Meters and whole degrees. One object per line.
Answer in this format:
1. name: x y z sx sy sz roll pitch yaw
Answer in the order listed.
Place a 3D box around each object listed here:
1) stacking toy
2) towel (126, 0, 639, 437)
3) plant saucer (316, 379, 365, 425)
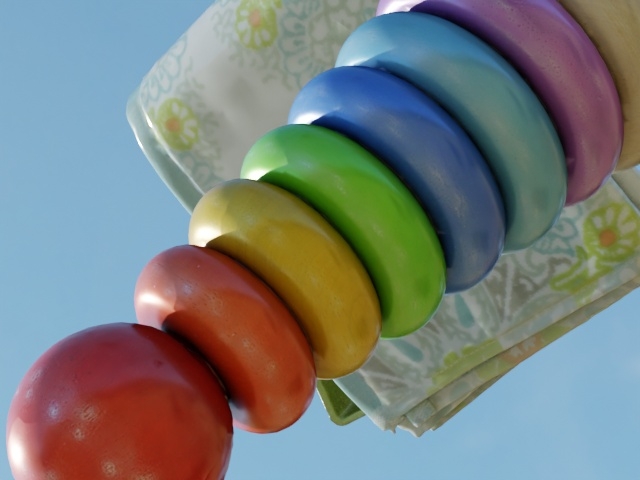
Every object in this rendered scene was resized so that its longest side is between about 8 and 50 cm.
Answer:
1. stacking toy: 0.000 0.000 0.743 0.330 0.141 0.141 -41 -36 -22
2. towel: 0.055 -0.053 1.339 0.320 0.374 0.090 -39 3 40
3. plant saucer: 0.063 0.044 1.539 0.188 0.188 0.045 -28 -20 8
